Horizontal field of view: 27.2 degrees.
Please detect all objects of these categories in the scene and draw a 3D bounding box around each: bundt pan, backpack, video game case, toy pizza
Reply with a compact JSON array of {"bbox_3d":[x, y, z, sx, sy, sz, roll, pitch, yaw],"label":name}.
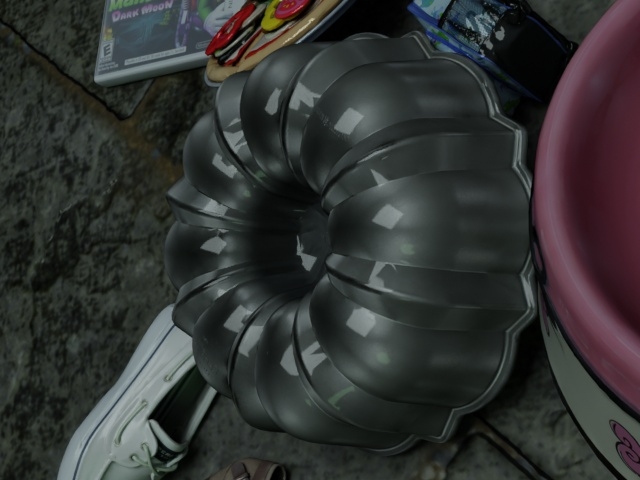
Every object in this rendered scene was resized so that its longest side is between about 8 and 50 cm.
[{"bbox_3d":[0.000,0.000,0.980,0.331,0.124,0.331,-2,87,45],"label":"bundt pan"},{"bbox_3d":[0.121,-0.156,1.017,0.084,0.105,0.114,-53,51,11],"label":"backpack"},{"bbox_3d":[-0.139,-0.247,1.298,0.190,0.022,0.173,-7,69,35],"label":"video game case"},{"bbox_3d":[-0.027,-0.206,1.129,0.201,0.032,0.201,-35,23,17],"label":"toy pizza"}]

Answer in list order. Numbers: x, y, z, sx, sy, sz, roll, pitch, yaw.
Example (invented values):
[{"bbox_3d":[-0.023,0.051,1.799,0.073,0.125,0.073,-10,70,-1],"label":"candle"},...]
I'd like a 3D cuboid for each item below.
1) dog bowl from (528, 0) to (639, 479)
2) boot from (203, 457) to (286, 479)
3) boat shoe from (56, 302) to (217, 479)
[{"bbox_3d":[0.303,-0.024,0.747,0.408,0.150,0.408,-12,59,21],"label":"dog bowl"},{"bbox_3d":[-0.065,0.233,1.057,0.087,0.042,0.118,-15,66,30],"label":"boot"},{"bbox_3d":[-0.148,0.161,1.116,0.076,0.083,0.226,25,88,41],"label":"boat shoe"}]
